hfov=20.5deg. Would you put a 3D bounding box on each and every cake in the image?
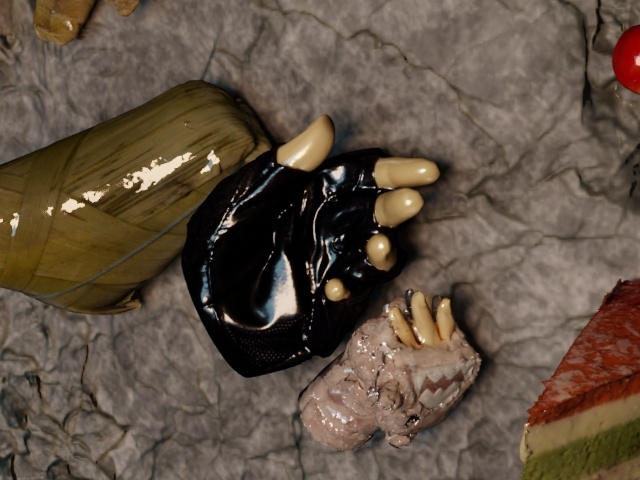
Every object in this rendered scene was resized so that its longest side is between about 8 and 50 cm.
[{"bbox_3d":[0.211,0.103,1.108,0.116,0.220,0.086,6,113,22],"label":"cake"}]

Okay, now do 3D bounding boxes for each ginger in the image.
[{"bbox_3d":[-0.127,-0.227,1.343,0.288,0.075,0.089,-23,62,37],"label":"ginger"}]

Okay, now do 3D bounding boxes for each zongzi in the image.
[{"bbox_3d":[-0.188,-0.047,1.309,0.228,0.256,0.115,-42,50,28],"label":"zongzi"}]

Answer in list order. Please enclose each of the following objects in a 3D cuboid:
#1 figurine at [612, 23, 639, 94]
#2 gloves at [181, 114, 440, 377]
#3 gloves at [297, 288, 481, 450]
[{"bbox_3d":[0.326,-0.115,1.031,0.287,0.176,0.186,20,153,9],"label":"figurine"},{"bbox_3d":[0.000,0.000,1.275,0.203,0.124,0.164,-24,102,12],"label":"gloves"},{"bbox_3d":[0.050,0.099,1.269,0.094,0.110,0.144,57,150,3],"label":"gloves"}]
